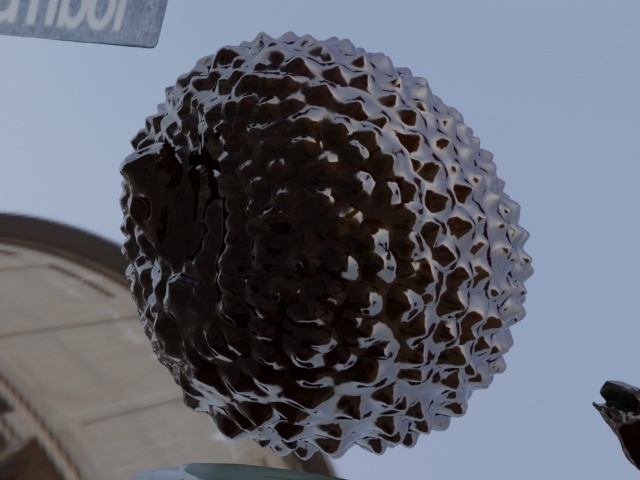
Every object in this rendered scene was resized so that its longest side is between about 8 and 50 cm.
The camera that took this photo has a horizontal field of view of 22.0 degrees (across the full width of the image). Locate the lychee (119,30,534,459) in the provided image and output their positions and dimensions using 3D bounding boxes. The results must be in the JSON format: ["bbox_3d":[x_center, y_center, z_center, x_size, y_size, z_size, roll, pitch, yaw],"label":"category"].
[{"bbox_3d":[0.000,0.000,1.190,0.306,0.330,0.306,-28,-125,50],"label":"lychee"}]

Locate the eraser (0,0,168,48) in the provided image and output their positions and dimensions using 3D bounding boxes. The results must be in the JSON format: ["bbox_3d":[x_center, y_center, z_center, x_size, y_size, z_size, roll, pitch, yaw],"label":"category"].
[{"bbox_3d":[-0.131,-0.132,0.703,0.046,0.212,0.092,18,-78,23],"label":"eraser"}]

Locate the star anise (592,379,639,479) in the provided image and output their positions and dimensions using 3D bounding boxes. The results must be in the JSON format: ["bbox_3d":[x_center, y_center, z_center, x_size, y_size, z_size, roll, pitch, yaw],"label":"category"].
[{"bbox_3d":[0.248,0.132,0.827,0.288,0.288,0.088,10,-53,25],"label":"star anise"}]

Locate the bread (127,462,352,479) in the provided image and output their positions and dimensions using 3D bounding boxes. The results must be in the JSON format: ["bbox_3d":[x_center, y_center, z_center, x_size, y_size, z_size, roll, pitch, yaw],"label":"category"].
[{"bbox_3d":[-0.047,0.252,0.946,0.395,0.239,0.264,5,-81,36],"label":"bread"}]
